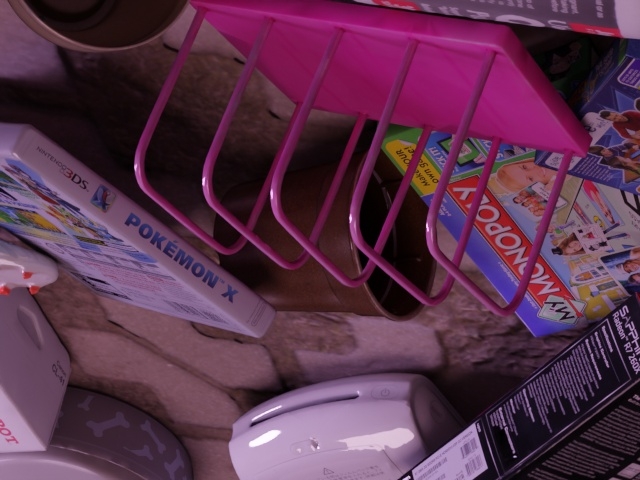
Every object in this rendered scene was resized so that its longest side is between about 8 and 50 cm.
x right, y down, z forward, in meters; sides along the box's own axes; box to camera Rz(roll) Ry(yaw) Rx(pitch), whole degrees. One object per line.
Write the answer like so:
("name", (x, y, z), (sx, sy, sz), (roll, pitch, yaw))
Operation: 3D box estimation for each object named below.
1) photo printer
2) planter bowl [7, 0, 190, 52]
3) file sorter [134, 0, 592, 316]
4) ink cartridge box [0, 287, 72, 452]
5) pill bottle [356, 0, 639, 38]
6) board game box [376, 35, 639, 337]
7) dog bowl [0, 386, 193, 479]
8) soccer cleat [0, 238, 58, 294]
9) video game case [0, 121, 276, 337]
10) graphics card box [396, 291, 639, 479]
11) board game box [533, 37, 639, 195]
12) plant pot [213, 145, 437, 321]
("photo printer", (0.062, 0.267, 1.953), (0.256, 0.107, 0.307), (-17, 134, 27))
("planter bowl", (-0.193, -0.224, 1.392), (0.162, 0.162, 0.109), (28, 164, -21))
("file sorter", (0.030, -0.067, 1.387), (0.291, 0.182, 0.202), (13, 165, 32))
("ink cartridge box", (-0.460, 0.128, 1.874), (0.306, 0.131, 0.226), (-4, 139, 18))
("pill bottle", (0.177, -0.238, 1.222), (0.318, 0.176, 0.176), (10, 142, 19))
("board game box", (0.223, -0.039, 1.601), (0.213, 0.046, 0.317), (-18, 133, 29))
("dog bowl", (-0.311, 0.299, 2.072), (0.349, 0.102, 0.349), (6, 140, 5))
("soccer cleat", (-0.357, 0.005, 1.741), (0.196, 0.076, 0.068), (7, 154, 8))
("video game case", (-0.233, -0.019, 1.600), (0.300, 0.036, 0.329), (39, 164, -31))
("graphics card box", (0.280, 0.215, 1.765), (0.233, 0.094, 0.371), (20, 129, -37))
("board game box", (0.275, -0.099, 1.415), (0.136, 0.035, 0.201), (16, 155, -9))
("plant pot", (0.000, 0.000, 1.612), (0.165, 0.167, 0.167), (-7, 138, 30))
